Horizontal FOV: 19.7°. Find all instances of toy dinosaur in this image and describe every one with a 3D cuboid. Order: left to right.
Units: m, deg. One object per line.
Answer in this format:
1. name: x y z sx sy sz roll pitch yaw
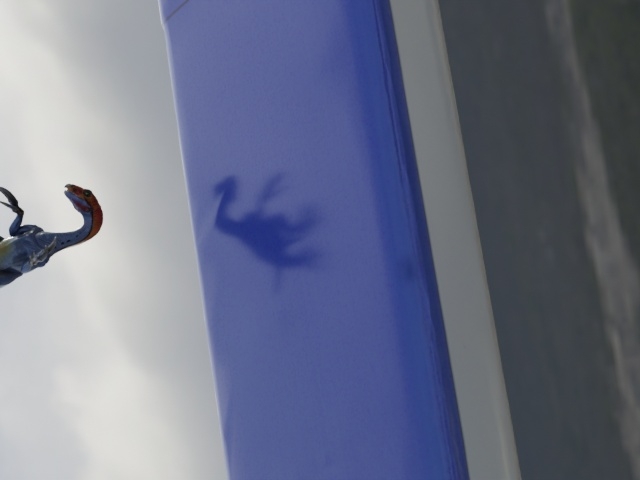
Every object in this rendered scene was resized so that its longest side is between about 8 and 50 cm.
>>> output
1. toy dinosaur: -0.148 0.000 0.900 0.090 0.082 0.047 120 137 -67

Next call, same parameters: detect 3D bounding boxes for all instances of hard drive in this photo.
1. hard drive: 0.000 0.000 0.795 0.210 0.040 0.318 -27 70 61
